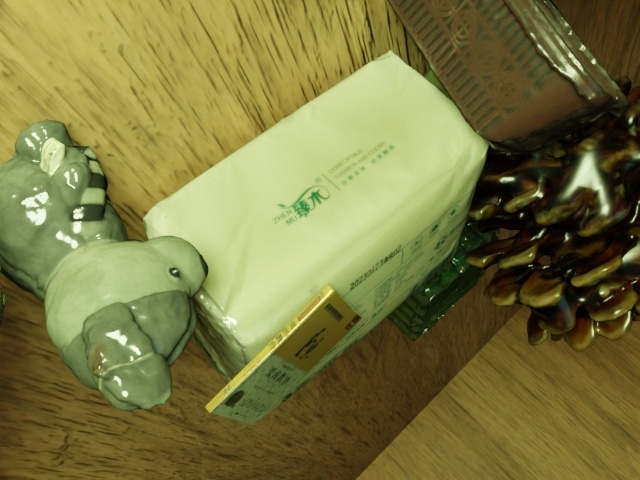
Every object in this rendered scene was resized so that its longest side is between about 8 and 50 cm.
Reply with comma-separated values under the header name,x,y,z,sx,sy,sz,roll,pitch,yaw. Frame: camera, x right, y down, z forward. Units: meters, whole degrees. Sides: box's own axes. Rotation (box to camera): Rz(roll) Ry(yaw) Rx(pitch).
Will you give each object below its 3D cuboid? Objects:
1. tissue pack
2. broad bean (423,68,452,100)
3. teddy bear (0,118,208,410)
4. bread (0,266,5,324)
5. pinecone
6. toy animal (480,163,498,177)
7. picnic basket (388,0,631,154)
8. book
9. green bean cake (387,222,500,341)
name,x,y,z,sx,sy,sz,roll,pitch,yaw
tissue pack,0.000,0.000,0.901,0.380,0.207,0.297,-37,156,-21
broad bean,0.209,-0.257,1.023,0.153,0.072,0.207,-21,145,-55
teddy bear,-0.184,0.038,0.647,0.144,0.251,0.171,-33,167,-26
bread,-0.339,0.094,0.454,0.279,0.225,0.250,-40,151,5
pinecone,0.361,-0.065,1.016,0.398,0.398,0.398,-37,154,-21
toy animal,0.343,-0.194,1.255,0.363,0.180,0.181,43,64,-26
picnic basket,0.197,-0.228,0.821,0.129,0.297,0.222,-38,162,29
book,-0.034,0.124,0.770,0.172,0.012,0.118,-44,154,-2
green bean cake,0.241,0.057,1.492,0.255,0.132,0.241,-41,156,-18
